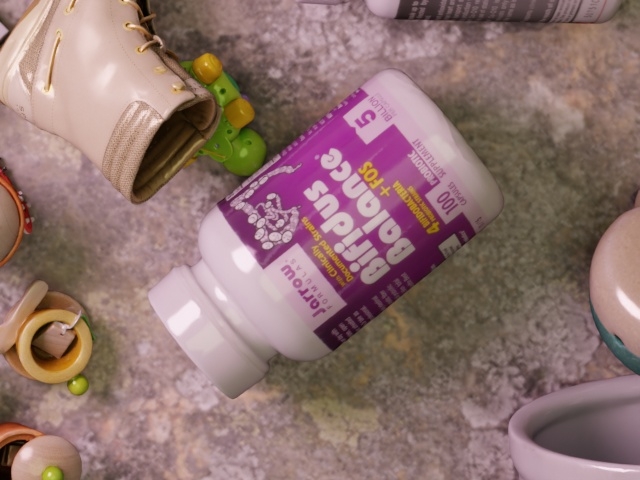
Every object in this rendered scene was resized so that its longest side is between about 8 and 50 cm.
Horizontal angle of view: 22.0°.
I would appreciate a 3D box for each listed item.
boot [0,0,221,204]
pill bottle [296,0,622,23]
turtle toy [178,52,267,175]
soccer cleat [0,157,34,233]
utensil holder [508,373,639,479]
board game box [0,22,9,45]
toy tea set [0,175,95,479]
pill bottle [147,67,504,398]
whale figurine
[{"bbox_3d":[-0.152,-0.183,1.424,0.203,0.095,0.262,38,98,29],"label":"boot"},{"bbox_3d":[0.120,-0.273,1.445,0.283,0.161,0.161,1,96,-4],"label":"pill bottle"},{"bbox_3d":[-0.099,-0.111,1.496,0.095,0.066,0.130,-32,101,23],"label":"turtle toy"},{"bbox_3d":[-0.293,-0.039,1.512,0.035,0.029,0.083,-30,94,9],"label":"soccer cleat"},{"bbox_3d":[0.343,0.336,1.446,0.327,0.327,0.386,-6,97,-3],"label":"utensil holder"},{"bbox_3d":[-0.445,-0.147,1.420,0.193,0.053,0.305,45,68,-7],"label":"board game box"},{"bbox_3d":[-0.297,0.085,1.445,0.200,0.124,0.336,-40,112,-13],"label":"toy tea set"},{"bbox_3d":[0.000,0.000,1.463,0.301,0.169,0.169,-40,97,1],"label":"pill bottle"},{"bbox_3d":[0.372,0.029,1.519,0.272,0.141,0.216,-34,59,-20],"label":"whale figurine"}]
